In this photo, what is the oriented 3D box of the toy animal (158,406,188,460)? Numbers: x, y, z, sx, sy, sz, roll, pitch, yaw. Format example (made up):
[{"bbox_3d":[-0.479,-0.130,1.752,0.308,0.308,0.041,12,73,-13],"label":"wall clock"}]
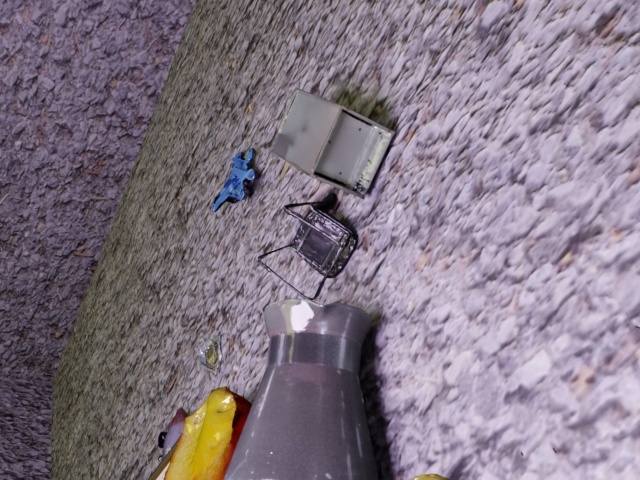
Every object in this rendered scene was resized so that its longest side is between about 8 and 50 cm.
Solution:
[{"bbox_3d":[-0.386,0.591,1.633,0.324,0.090,0.196,-144,64,-67],"label":"toy animal"}]

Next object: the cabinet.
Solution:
[{"bbox_3d":[0.022,-0.197,1.213,0.206,0.150,0.145,40,107,56],"label":"cabinet"}]

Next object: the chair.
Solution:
[{"bbox_3d":[0.000,0.000,1.227,0.145,0.221,0.140,36,115,12],"label":"chair"}]

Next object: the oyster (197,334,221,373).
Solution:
[{"bbox_3d":[-0.295,0.313,1.659,0.098,0.037,0.100,6,62,41],"label":"oyster"}]

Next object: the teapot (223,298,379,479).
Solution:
[{"bbox_3d":[-0.017,0.301,1.033,0.300,0.253,0.344,94,-178,-65],"label":"teapot"}]

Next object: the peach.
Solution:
[{"bbox_3d":[-0.191,0.449,1.188,0.281,0.280,0.338,-53,53,34],"label":"peach"}]

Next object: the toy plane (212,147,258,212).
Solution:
[{"bbox_3d":[-0.249,-0.149,1.717,0.246,0.078,0.169,-53,37,45],"label":"toy plane"}]

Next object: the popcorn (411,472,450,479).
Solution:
[{"bbox_3d":[0.164,0.378,0.810,0.106,0.116,0.121,-18,55,4],"label":"popcorn"}]

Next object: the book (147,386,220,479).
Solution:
[{"bbox_3d":[-0.366,0.537,1.440,0.389,0.032,0.269,-54,2,-5],"label":"book"}]
